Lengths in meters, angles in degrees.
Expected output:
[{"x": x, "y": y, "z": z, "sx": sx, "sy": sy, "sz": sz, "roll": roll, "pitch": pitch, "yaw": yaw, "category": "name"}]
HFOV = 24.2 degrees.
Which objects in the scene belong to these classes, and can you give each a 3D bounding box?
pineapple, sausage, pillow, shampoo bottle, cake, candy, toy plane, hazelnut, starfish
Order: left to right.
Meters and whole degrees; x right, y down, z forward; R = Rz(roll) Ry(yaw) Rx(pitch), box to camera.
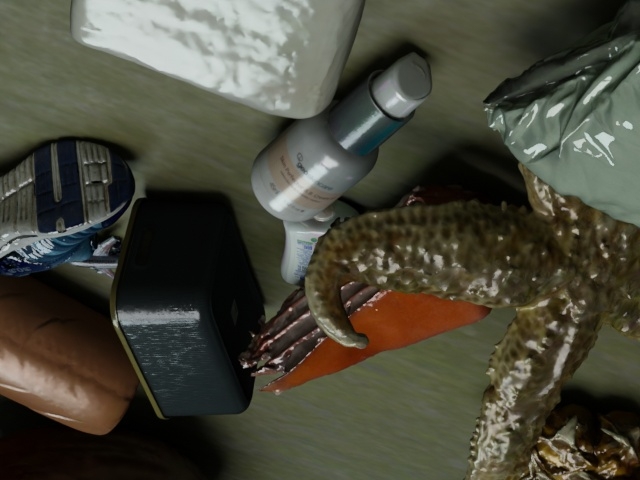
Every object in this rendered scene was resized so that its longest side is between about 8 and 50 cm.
[{"x": -0.321, "y": 0.088, "z": 1.505, "sx": 0.304, "sy": 0.121, "sz": 0.121, "roll": 30, "pitch": 140, "yaw": -22, "category": "sausage"}, {"x": -0.285, "y": 0.356, "z": 1.687, "sx": 0.372, "sy": 0.372, "sz": 0.315, "roll": -37, "pitch": 81, "yaw": 46, "category": "hazelnut"}, {"x": -0.211, "y": 0.016, "z": 1.451, "sx": 0.083, "sy": 0.031, "sz": 0.078, "roll": 11, "pitch": 143, "yaw": 3, "category": "toy plane"}, {"x": -0.045, "y": -0.250, "z": 0.958, "sx": 0.208, "sy": 0.145, "sz": 0.359, "roll": 16, "pitch": 142, "yaw": -3, "category": "candy"}, {"x": 0.000, "y": 0.000, "z": 1.355, "sx": 0.072, "sy": 0.043, "sz": 0.099, "roll": 3, "pitch": 142, "yaw": 1, "category": "shampoo bottle"}, {"x": 0.018, "y": -0.083, "z": 1.216, "sx": 0.074, "sy": 0.074, "sz": 0.192, "roll": 30, "pitch": 140, "yaw": -22, "category": "shampoo bottle"}, {"x": 0.043, "y": 0.042, "z": 1.306, "sx": 0.287, "sy": 0.098, "sz": 0.135, "roll": -28, "pitch": 135, "yaw": 12, "category": "cake"}, {"x": 0.194, "y": 0.081, "z": 1.263, "sx": 0.324, "sy": 0.082, "sz": 0.432, "roll": -43, "pitch": 124, "yaw": 1, "category": "starfish"}, {"x": 0.298, "y": 0.264, "z": 1.514, "sx": 0.334, "sy": 0.158, "sz": 0.161, "roll": 35, "pitch": 138, "yaw": -25, "category": "pineapple"}, {"x": 0.304, "y": -0.082, "z": 1.078, "sx": 0.310, "sy": 0.138, "sz": 0.283, "roll": 27, "pitch": 142, "yaw": -22, "category": "pillow"}]

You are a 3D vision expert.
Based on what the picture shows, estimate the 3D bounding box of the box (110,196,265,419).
[{"x": -0.118, "y": 0.065, "z": 1.396, "sx": 0.090, "sy": 0.144, "sz": 0.201, "roll": -2, "pitch": 140, "yaw": 12, "category": "box"}]

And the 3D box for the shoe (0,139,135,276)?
[{"x": -0.247, "y": -0.023, "z": 1.379, "sx": 0.207, "sy": 0.091, "sz": 0.106, "roll": -22, "pitch": 153, "yaw": 32, "category": "shoe"}]
